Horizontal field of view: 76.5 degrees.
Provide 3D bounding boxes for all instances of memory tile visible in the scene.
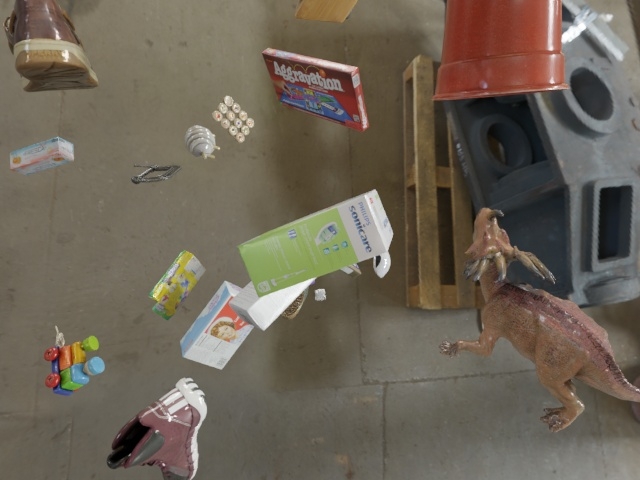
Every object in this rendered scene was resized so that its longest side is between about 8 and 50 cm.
[{"bbox_3d":[-0.316,-0.443,1.487,0.148,0.012,0.113,42,66,-33],"label":"memory tile"}]

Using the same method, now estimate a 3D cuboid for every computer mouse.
[{"bbox_3d":[0.215,0.038,1.377,0.106,0.042,0.192,44,41,-41],"label":"computer mouse"}]

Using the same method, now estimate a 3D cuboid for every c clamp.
[{"bbox_3d":[-0.431,-0.171,1.043,0.138,0.160,0.022,-4,114,-5],"label":"c clamp"}]

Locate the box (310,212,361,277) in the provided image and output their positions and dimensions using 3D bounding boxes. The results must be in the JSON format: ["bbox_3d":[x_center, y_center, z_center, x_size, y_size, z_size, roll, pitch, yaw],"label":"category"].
[{"bbox_3d":[0.048,0.008,1.320,0.037,0.136,0.225,-36,57,15],"label":"box"}]

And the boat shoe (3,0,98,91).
[{"bbox_3d":[-0.459,-0.327,0.688,0.124,0.342,0.123,-14,107,-24],"label":"boat shoe"}]

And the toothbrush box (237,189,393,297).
[{"bbox_3d":[0.000,0.000,0.876,0.284,0.206,0.122,-20,95,16],"label":"toothbrush box"}]

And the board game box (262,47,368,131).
[{"bbox_3d":[-0.015,-0.352,0.942,0.281,0.145,0.027,30,64,35],"label":"board game box"}]

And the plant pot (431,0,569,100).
[{"bbox_3d":[0.371,-0.439,0.843,0.273,0.272,0.264,-10,107,-18],"label":"plant pot"}]

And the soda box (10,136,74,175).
[{"bbox_3d":[-0.865,-0.260,1.262,0.183,0.058,0.062,-13,77,10],"label":"soda box"}]

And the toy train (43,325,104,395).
[{"bbox_3d":[-0.773,0.343,1.285,0.144,0.105,0.247,-27,57,-2],"label":"toy train"}]

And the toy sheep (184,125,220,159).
[{"bbox_3d":[-0.335,-0.273,1.141,0.091,0.091,0.132,-17,52,-19],"label":"toy sheep"}]

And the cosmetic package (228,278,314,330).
[{"bbox_3d":[-0.122,0.126,1.101,0.231,0.117,0.085,-46,118,-26],"label":"cosmetic package"}]

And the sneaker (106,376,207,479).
[{"bbox_3d":[-0.315,0.391,0.758,0.107,0.281,0.163,30,29,30],"label":"sneaker"}]

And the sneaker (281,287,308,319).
[{"bbox_3d":[-0.078,0.198,1.376,0.065,0.086,0.192,9,50,12],"label":"sneaker"}]

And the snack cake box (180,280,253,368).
[{"bbox_3d":[-0.323,0.282,1.344,0.152,0.089,0.264,34,97,-34],"label":"snack cake box"}]

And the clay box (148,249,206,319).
[{"bbox_3d":[-0.499,0.156,1.403,0.053,0.127,0.222,24,66,19],"label":"clay box"}]

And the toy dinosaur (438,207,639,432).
[{"bbox_3d":[0.275,0.101,0.504,0.127,0.200,0.296,-27,46,-30],"label":"toy dinosaur"}]

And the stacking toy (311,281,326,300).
[{"bbox_3d":[-0.089,0.162,1.564,0.222,0.052,0.166,-6,42,-2],"label":"stacking toy"}]

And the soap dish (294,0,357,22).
[{"bbox_3d":[0.064,-0.524,0.650,0.118,0.291,0.228,22,57,-23],"label":"soap dish"}]
